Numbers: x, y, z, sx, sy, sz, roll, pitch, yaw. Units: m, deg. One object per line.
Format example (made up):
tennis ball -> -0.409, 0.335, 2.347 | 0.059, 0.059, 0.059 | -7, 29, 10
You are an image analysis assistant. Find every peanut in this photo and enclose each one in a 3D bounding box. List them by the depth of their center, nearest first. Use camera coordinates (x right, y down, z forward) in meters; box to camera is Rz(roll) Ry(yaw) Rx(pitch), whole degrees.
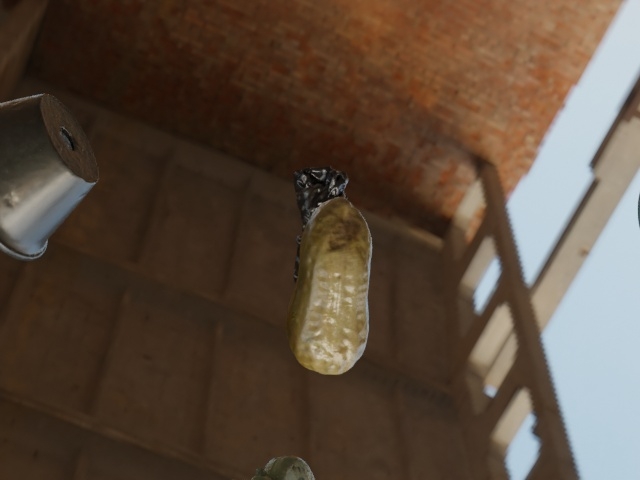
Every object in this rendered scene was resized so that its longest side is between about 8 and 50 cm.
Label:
peanut -> 0.013, 0.059, 1.696 | 0.110, 0.236, 0.120 | 7, -171, 18

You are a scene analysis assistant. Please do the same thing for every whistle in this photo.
whistle -> -0.077, 0.406, 2.057 | 0.258, 0.067, 0.126 | 20, -119, -61

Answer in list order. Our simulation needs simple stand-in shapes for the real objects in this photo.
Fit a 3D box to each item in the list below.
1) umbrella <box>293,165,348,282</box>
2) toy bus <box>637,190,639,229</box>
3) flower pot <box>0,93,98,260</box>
umbrella -> -0.001, -0.001, 2.418 | 0.110, 0.272, 0.122 | 2, 176, -29
toy bus -> 0.398, -0.028, 1.085 | 0.288, 0.194, 0.232 | -13, -162, -39
flower pot -> -0.452, -0.121, 1.994 | 0.269, 0.166, 0.269 | 55, -168, -18
